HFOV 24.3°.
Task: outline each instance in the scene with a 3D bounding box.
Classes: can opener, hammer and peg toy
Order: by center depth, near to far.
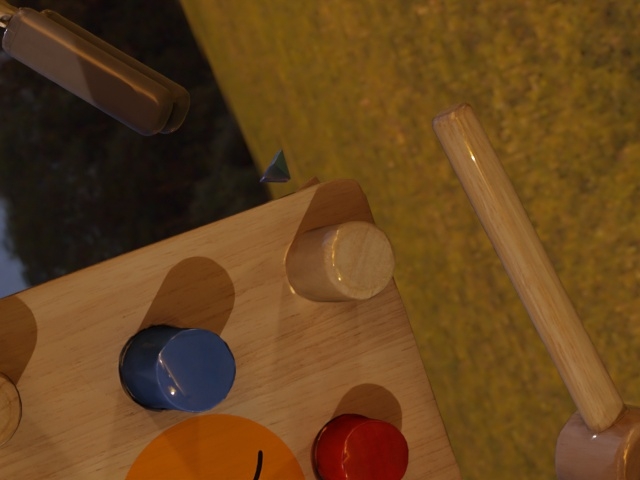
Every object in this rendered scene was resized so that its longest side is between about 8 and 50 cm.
[{"bbox_3d":[-0.009,0.102,0.716,0.127,0.361,0.266,-9,102,68],"label":"hammer and peg toy"},{"bbox_3d":[-0.233,-0.187,1.281,0.280,0.093,0.074,36,-163,12],"label":"can opener"}]

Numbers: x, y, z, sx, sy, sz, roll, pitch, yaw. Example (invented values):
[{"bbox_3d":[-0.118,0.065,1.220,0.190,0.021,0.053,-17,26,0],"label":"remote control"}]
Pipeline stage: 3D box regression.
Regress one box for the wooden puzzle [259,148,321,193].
[{"bbox_3d":[0.000,0.000,0.952,0.116,0.078,0.014,47,136,-8],"label":"wooden puzzle"}]
